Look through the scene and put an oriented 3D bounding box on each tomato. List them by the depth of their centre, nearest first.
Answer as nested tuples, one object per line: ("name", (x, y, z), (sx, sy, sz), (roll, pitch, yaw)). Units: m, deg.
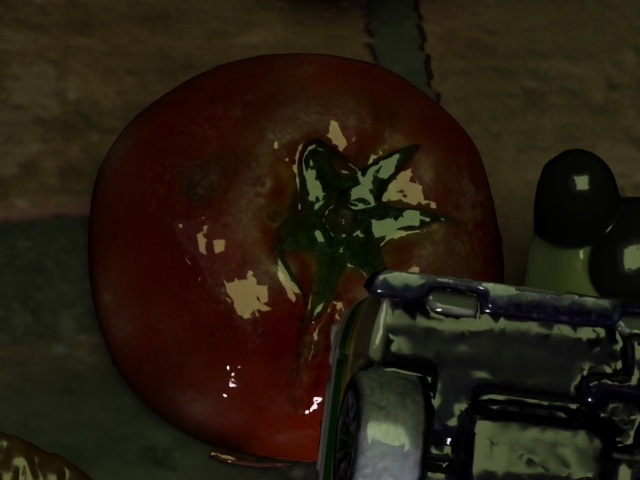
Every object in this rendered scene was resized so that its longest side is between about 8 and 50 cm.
("tomato", (-0.001, -0.002, 0.884), (0.225, 0.085, 0.225), (5, 66, -11))

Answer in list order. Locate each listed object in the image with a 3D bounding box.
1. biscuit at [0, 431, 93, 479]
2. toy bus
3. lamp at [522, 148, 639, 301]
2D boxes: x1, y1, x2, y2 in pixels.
("biscuit", (-0.181, 0.206, 0.791), (0.262, 0.037, 0.262), (4, 69, -10))
("toy bus", (0.057, 0.172, 0.747), (0.143, 0.179, 0.305), (7, 86, -9))
("lamp", (0.217, 0.040, 0.862), (0.244, 0.198, 0.198), (9, 67, 11))
